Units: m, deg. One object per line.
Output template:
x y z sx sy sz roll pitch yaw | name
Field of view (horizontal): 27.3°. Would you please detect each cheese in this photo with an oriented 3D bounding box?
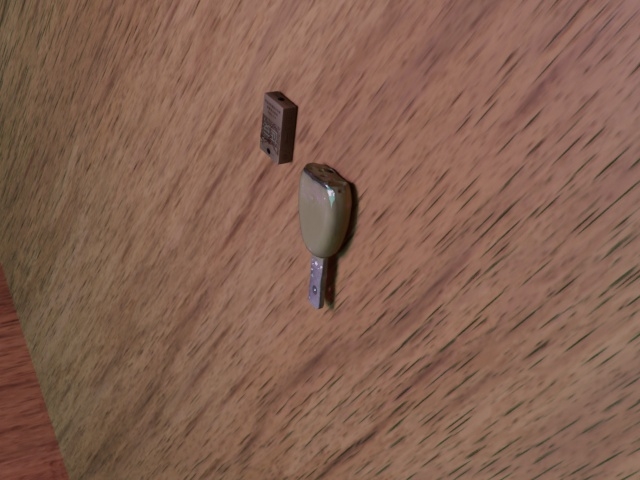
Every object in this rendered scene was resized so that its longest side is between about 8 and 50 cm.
0.000 0.000 1.680 0.097 0.037 0.192 42 134 49 | cheese

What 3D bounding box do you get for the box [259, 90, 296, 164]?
-0.056 -0.149 1.741 0.053 0.024 0.083 43 134 47 | box
